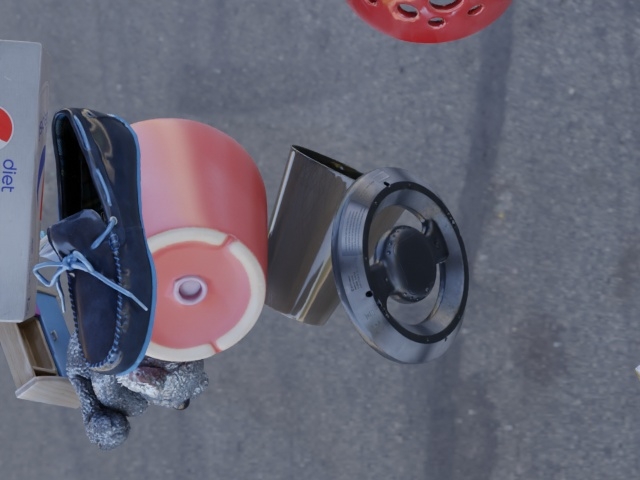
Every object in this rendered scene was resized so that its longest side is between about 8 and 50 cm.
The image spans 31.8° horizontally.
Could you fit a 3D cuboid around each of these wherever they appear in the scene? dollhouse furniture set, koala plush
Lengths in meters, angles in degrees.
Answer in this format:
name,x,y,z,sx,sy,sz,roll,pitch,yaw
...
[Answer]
name,x,y,z,sx,sy,sz,roll,pitch,yaw
dollhouse furniture set,-0.361,0.072,1.666,0.303,0.286,0.198,-37,62,15
koala plush,-0.244,0.175,1.594,0.221,0.196,0.203,-12,104,55

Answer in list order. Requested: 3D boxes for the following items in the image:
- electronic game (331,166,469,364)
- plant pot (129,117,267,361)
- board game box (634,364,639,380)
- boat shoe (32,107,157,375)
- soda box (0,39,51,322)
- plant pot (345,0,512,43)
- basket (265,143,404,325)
name,x,y,z,sx,sy,sz,roll,pitch,yaw
electronic game,0.096,0.028,1.287,0.048,0.229,0.229,-14,73,43
plant pot,-0.185,0.009,1.446,0.275,0.275,0.243,-60,26,20
board game box,0.357,0.184,1.030,0.026,0.103,0.154,-37,47,0
boat shoe,-0.218,0.000,1.032,0.109,0.089,0.258,-29,61,29
soda box,-0.339,-0.061,1.161,0.091,0.098,0.286,-179,92,-83
plant pot,0.106,-0.304,1.044,0.174,0.191,0.191,88,-178,-71
basket,0.000,0.000,1.675,0.227,0.204,0.154,-65,22,10
